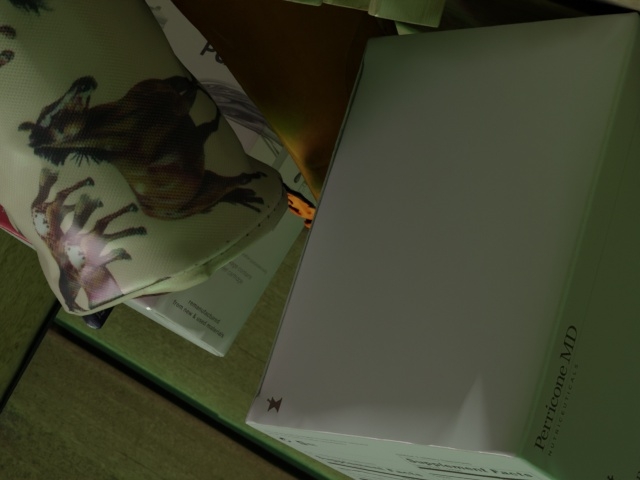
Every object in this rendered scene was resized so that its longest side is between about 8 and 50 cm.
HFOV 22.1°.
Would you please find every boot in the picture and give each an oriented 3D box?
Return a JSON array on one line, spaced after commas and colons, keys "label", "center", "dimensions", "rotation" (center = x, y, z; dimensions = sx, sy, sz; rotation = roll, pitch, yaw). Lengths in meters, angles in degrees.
[{"label": "boot", "center": [0.004, -0.084, 1.079], "dimensions": [0.104, 0.211, 0.295], "rotation": [-23, 159, 24]}]

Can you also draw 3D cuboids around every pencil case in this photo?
[{"label": "pencil case", "center": [-0.188, -0.148, 0.991], "dimensions": [0.410, 0.160, 0.183], "rotation": [57, 172, -9]}]

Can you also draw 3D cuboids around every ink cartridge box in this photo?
[{"label": "ink cartridge box", "center": [-0.101, -0.084, 1.296], "dimensions": [0.207, 0.283, 0.117], "rotation": [26, 171, 34]}]

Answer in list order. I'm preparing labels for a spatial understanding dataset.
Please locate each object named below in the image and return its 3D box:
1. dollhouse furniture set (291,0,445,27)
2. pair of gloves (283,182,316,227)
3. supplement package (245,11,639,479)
[{"label": "dollhouse furniture set", "center": [-0.072, -0.216, 0.810], "dimensions": [0.242, 0.161, 0.212], "rotation": [4, -167, -39]}, {"label": "pair of gloves", "center": [0.000, 0.000, 1.058], "dimensions": [0.074, 0.010, 0.083], "rotation": [37, 161, 56]}, {"label": "supplement package", "center": [0.108, 0.019, 0.971], "dimensions": [0.204, 0.261, 0.145], "rotation": [1, 157, 44]}]
